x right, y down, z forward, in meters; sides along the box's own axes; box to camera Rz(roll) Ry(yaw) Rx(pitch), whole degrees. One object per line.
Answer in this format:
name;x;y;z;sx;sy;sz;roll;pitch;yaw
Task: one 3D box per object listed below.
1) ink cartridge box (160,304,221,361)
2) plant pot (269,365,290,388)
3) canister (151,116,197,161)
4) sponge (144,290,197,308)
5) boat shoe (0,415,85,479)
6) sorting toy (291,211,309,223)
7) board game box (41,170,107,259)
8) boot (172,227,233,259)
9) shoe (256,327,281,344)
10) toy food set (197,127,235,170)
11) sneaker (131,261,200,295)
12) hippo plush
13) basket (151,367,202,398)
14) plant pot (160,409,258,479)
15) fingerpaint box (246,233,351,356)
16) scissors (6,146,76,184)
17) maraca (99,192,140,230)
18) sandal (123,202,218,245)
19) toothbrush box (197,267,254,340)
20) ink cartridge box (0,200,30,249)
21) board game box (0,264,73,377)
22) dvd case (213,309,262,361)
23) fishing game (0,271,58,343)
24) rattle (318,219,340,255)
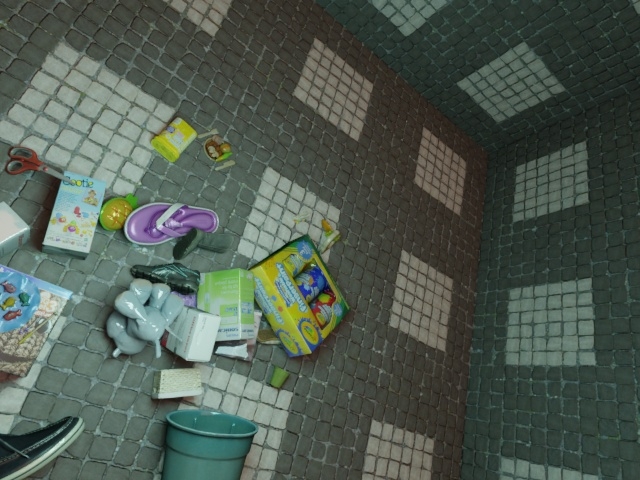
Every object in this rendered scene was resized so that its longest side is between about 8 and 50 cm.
ink cartridge box;-0.497;0.347;1.589;0.100;0.237;0.172;21;79;-41
plant pot;-0.189;0.619;1.874;0.083;0.083;0.079;36;71;-23
canister;-0.642;-0.448;1.839;0.126;0.073;0.170;42;55;-20
sponge;-0.594;0.268;1.699;0.210;0.031;0.117;-30;96;-38
boat shoe;-0.975;0.643;1.221;0.500;0.186;0.156;-18;94;-33
sorting toy;-0.093;-0.120;2.147;0.083;0.075;0.045;-28;94;-37
board game box;-0.891;-0.086;1.510;0.144;0.142;0.275;16;68;-31
boot;-0.503;0.025;1.797;0.076;0.189;0.208;58;20;22
shoe;-0.212;0.440;1.920;0.219;0.058;0.077;9;51;-38
toy food set;-0.487;-0.436;1.970;0.132;0.038;0.192;-33;98;-37
sneaker;-0.614;0.140;1.671;0.267;0.101;0.106;18;50;-14
hippo plush;-0.647;0.307;1.535;0.294;0.236;0.234;51;30;5
basket;-0.551;0.549;1.602;0.167;0.113;0.103;9;68;-34
plant pot;-0.422;0.825;1.499;0.341;0.341;0.334;18;74;-31
fingerpaint box;-0.099;0.246;1.943;0.371;0.163;0.445;-36;99;-49
scissors;-0.976;-0.266;1.465;0.297;0.021;0.109;10;74;10
maraca;-0.781;-0.112;1.627;0.186;0.099;0.127;-48;145;-50
sandal;-0.590;-0.082;1.711;0.416;0.102;0.170;-13;95;-48
toothbrush box;-0.391;0.270;1.720;0.122;0.206;0.283;27;57;-67
ink cartridge box;-1.084;0.018;1.301;0.117;0.201;0.278;54;53;-12
board game box;-0.992;0.261;1.339;0.232;0.141;0.291;29;62;-27
dvd case;-0.356;0.398;1.810;0.164;0.018;0.221;15;67;-10
fishing game;-0.964;0.184;1.266;0.264;0.041;0.189;53;51;-12
rattle;0.000;0.000;2.188;0.199;0.130;0.143;-45;94;-9
